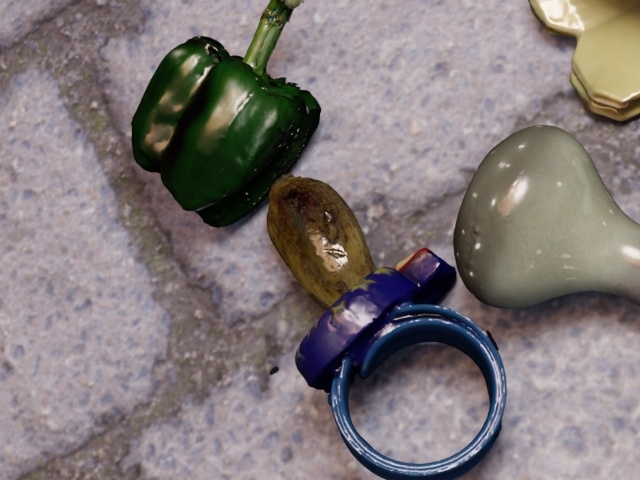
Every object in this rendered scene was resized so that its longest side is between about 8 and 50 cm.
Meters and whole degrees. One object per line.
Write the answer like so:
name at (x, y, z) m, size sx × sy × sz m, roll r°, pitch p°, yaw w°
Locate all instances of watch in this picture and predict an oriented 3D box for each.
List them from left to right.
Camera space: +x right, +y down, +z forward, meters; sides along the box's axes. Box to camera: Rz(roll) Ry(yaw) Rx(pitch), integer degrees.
watch at (0.091, 0.130, 1.597) m, size 0.196 × 0.171 × 0.200 m, roll -42°, pitch 75°, yaw 3°

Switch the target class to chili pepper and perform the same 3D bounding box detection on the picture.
chili pepper at (-0.082, -0.149, 1.765) m, size 0.261 × 0.165 × 0.174 m, roll -55°, pitch 42°, yaw 1°

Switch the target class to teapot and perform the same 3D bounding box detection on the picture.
teapot at (0.259, 0.006, 1.561) m, size 0.250 × 0.183 × 0.184 m, roll 23°, pitch 81°, yaw 16°

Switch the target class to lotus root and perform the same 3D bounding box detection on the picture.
lotus root at (0.000, 0.000, 1.718) m, size 0.089 × 0.080 × 0.179 m, roll -38°, pitch 59°, yaw 9°

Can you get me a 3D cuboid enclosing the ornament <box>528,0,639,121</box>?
ornament at (0.317, -0.231, 1.683) m, size 0.180 × 0.059 × 0.201 m, roll -27°, pitch 64°, yaw 1°
